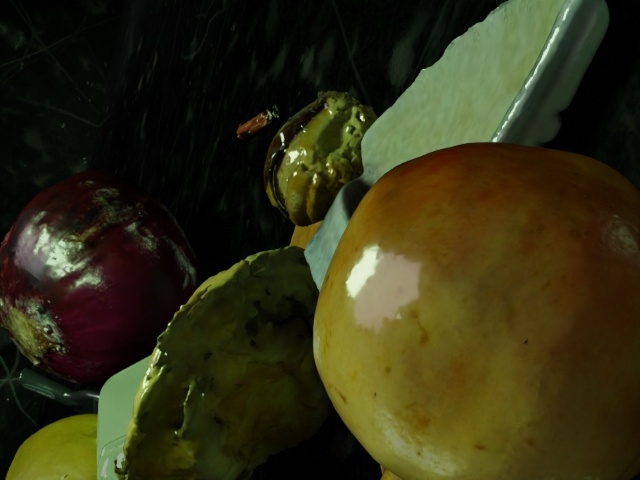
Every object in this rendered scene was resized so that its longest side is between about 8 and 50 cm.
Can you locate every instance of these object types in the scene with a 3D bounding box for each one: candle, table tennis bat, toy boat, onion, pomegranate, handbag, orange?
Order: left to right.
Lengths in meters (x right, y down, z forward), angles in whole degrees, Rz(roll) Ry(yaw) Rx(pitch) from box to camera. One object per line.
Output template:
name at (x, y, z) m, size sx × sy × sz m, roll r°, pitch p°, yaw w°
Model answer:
orange at (-0.308, 0.365, 1.327) m, size 0.279 × 0.235 × 0.279 m, roll -160°, pitch 90°, yaw -75°
table tennis bat at (-0.328, 0.245, 1.469) m, size 0.150 × 0.236 × 0.027 m, roll 112°, pitch -178°, yaw -59°
onion at (-0.298, 0.077, 1.460) m, size 0.282 × 0.260 × 0.336 m, roll -38°, pitch -24°, yaw -44°
handbag at (-0.163, 0.228, 1.162) m, size 0.256 × 0.079 × 0.219 m, roll -29°, pitch 49°, yaw 32°
candle at (-0.085, -0.160, 1.383) m, size 0.026 × 0.021 × 0.167 m, roll -60°, pitch 16°, yaw -14°
toy boat at (0.091, -0.048, 0.764) m, size 0.293 × 0.111 × 0.276 m, roll -62°, pitch 20°, yaw 2°
pomegranate at (0.093, 0.044, 0.533) m, size 0.209 × 0.209 × 0.209 m, roll -166°, pitch 90°, yaw -70°

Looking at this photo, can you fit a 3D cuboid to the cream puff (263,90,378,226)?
cream puff at (0.010, -0.072, 0.954) m, size 0.133 × 0.119 × 0.104 m, roll -49°, pitch 65°, yaw 8°

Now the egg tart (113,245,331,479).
egg tart at (-0.067, 0.138, 0.935) m, size 0.297 × 0.132 × 0.297 m, roll -47°, pitch -27°, yaw -32°

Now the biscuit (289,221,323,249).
biscuit at (0.001, 0.000, 1.051) m, size 0.140 × 0.023 × 0.118 m, roll -151°, pitch 76°, yaw -70°
